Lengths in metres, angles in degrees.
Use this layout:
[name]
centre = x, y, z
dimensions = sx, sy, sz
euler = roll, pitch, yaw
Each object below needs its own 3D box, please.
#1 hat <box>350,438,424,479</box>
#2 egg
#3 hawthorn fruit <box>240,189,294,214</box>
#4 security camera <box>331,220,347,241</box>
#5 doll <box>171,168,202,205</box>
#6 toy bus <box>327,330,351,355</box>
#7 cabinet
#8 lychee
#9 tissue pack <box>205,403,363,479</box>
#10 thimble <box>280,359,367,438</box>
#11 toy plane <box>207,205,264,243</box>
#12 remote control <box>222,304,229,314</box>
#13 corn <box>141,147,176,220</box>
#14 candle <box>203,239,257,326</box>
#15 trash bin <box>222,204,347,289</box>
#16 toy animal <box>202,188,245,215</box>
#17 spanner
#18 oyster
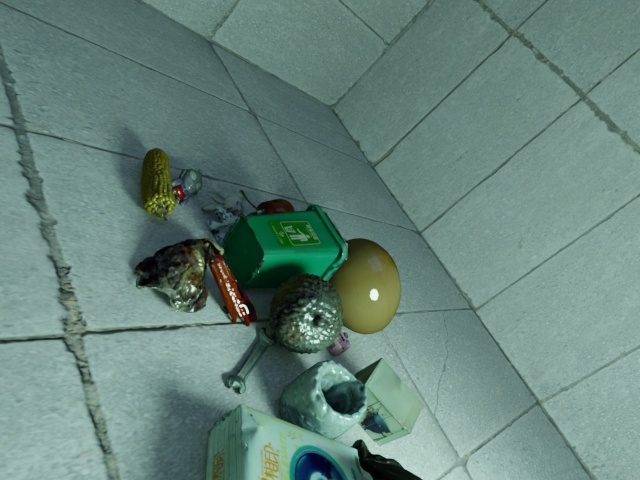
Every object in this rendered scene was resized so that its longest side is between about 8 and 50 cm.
[hat]
centre = 0.232, 0.672, 1.200
dimensions = 0.257, 0.382, 0.366
euler = 1, 69, -40
[egg]
centre = 0.159, 0.177, 1.873
dimensions = 0.301, 0.301, 0.374
euler = -24, 97, -65
[hawthorn fruit]
centre = -0.210, -0.105, 1.873
dimensions = 0.285, 0.165, 0.165
euler = 27, 30, -55
[security camera]
centre = 0.000, 0.000, 2.050
dimensions = 0.194, 0.194, 0.236
euler = 19, 31, -46
[doll]
centre = -0.467, -0.199, 1.711
dimensions = 0.227, 0.075, 0.102
euler = -63, 140, -57
[toy bus]
centre = 0.027, 0.317, 1.755
dimensions = 0.203, 0.063, 0.090
euler = 54, 26, 13
[cabinet]
centre = 0.195, 0.527, 1.580
dimensions = 0.206, 0.145, 0.150
euler = 48, 38, 2
[lychee]
centre = -0.054, 0.228, 1.541
dimensions = 0.255, 0.255, 0.274
euler = 31, -6, -32
[tissue pack]
centre = -0.065, 0.574, 1.101
dimensions = 0.388, 0.162, 0.287
euler = 33, 25, -29
[thimble]
centre = 0.015, 0.456, 1.392
dimensions = 0.250, 0.172, 0.205
euler = 2, 48, -55
[toy plane]
centre = -0.303, -0.062, 1.741
dimensions = 0.234, 0.082, 0.160
euler = -25, 82, -46
[remote control]
centre = -0.269, 0.204, 1.497
dimensions = 0.091, 0.016, 0.034
euler = -18, 85, -63
[corn]
centre = -0.531, -0.193, 1.577
dimensions = 0.102, 0.102, 0.313
euler = 25, 28, -40
[candle]
centre = -0.270, 0.129, 1.441
dimensions = 0.084, 0.059, 0.301
euler = -46, 121, -49
[trash bin]
centre = -0.135, 0.044, 1.689
dimensions = 0.381, 0.295, 0.259
euler = 0, 49, -44
[toy animal]
centre = -0.345, -0.121, 1.803
dimensions = 0.127, 0.131, 0.181
euler = 13, 15, 7
[spanner]
centre = -0.194, 0.343, 1.412
dimensions = 0.071, 0.017, 0.302
euler = 47, 23, -6
[oyster]
centre = -0.385, 0.085, 1.394
dimensions = 0.275, 0.100, 0.271
euler = 28, 45, -45
